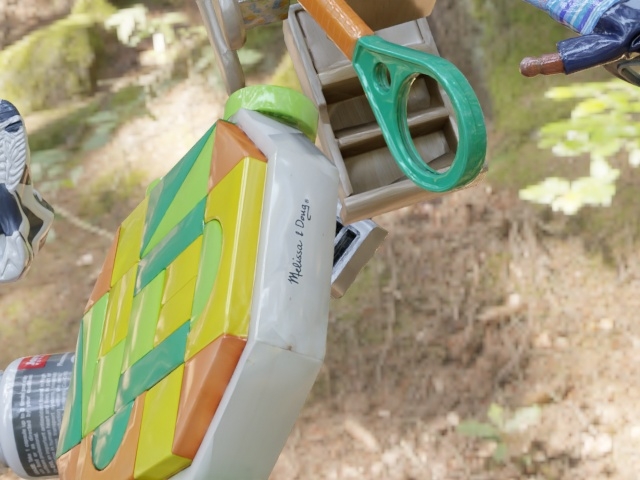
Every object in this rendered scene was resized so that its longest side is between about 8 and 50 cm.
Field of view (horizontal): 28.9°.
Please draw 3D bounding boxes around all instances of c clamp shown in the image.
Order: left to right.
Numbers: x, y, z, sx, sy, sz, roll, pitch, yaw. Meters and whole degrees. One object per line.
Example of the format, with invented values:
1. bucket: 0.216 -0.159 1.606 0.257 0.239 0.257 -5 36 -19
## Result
1. c clamp: 0.335 -0.144 1.106 0.160 0.022 0.137 8 -8 34

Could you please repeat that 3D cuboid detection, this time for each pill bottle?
1. pill bottle: -0.319 0.223 1.608 0.283 0.161 0.161 -6 20 5

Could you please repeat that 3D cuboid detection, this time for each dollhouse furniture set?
1. dollhouse furniture set: 0.076 -0.203 1.282 0.362 0.256 0.394 -17 -12 -8

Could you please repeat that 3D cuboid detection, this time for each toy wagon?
1. toy wagon: -0.093 0.075 0.737 0.068 0.267 0.344 20 -32 -24

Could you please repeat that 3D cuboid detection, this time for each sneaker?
1. sneaker: -0.409 -0.064 1.635 0.094 0.235 0.153 -9 2 -1

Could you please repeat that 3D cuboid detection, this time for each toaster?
1. toaster: 0.000 0.000 2.210 0.168 0.186 0.110 36 -2 19

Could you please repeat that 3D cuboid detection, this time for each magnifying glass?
1. magnifying glass: 0.045 -0.125 0.902 0.026 0.092 0.231 -17 52 -31

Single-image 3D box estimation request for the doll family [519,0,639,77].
1. doll family: 0.156 -0.124 0.506 0.193 0.076 0.111 -43 60 2
